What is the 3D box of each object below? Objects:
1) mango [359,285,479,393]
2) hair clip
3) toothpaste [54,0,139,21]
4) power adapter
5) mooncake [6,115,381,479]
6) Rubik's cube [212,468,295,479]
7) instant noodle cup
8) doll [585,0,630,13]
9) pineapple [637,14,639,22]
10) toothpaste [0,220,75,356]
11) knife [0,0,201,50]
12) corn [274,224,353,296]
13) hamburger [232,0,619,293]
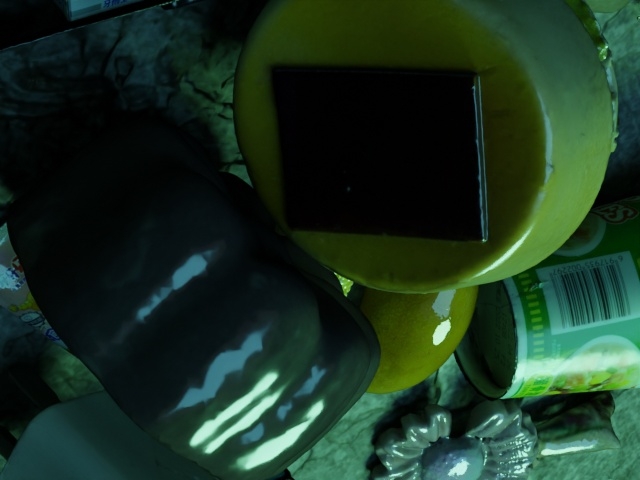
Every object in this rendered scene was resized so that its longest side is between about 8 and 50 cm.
[{"bbox_3d":[0.079,0.074,1.755,0.102,0.085,0.184,24,120,-7],"label":"mango"},{"bbox_3d":[0.191,0.213,1.972,0.300,0.069,0.173,-11,131,-28],"label":"hair clip"},{"bbox_3d":[-0.117,-0.204,1.405,0.164,0.046,0.034,-20,135,-23],"label":"toothpaste"},{"bbox_3d":[-0.196,0.190,1.574,0.125,0.205,0.130,-12,139,-53],"label":"power adapter"},{"bbox_3d":[-0.089,0.041,1.467,0.154,0.306,0.306,-42,139,4],"label":"mooncake"},{"bbox_3d":[-0.107,0.260,1.735,0.155,0.151,0.154,-21,137,-21],"label":"Rubik's cube"},{"bbox_3d":[0.250,0.060,1.800,0.232,0.207,0.207,-10,130,-22],"label":"instant noodle cup"},{"bbox_3d":[0.310,-0.323,1.535,0.378,0.252,0.382,-18,141,24],"label":"doll"},{"bbox_3d":[0.342,-0.224,1.710,0.114,0.077,0.114,-38,145,-24],"label":"pineapple"},{"bbox_3d":[-0.210,0.053,1.565,0.067,0.043,0.194,-40,133,6],"label":"toothpaste"},{"bbox_3d":[-0.134,-0.167,1.411,0.245,0.072,0.019,-20,103,-23],"label":"knife"},{"bbox_3d":[0.000,0.000,1.639,0.081,0.081,0.248,1,124,-37],"label":"corn"},{"bbox_3d":[0.081,-0.104,1.455,0.176,0.300,0.300,-40,156,-60],"label":"hamburger"}]
